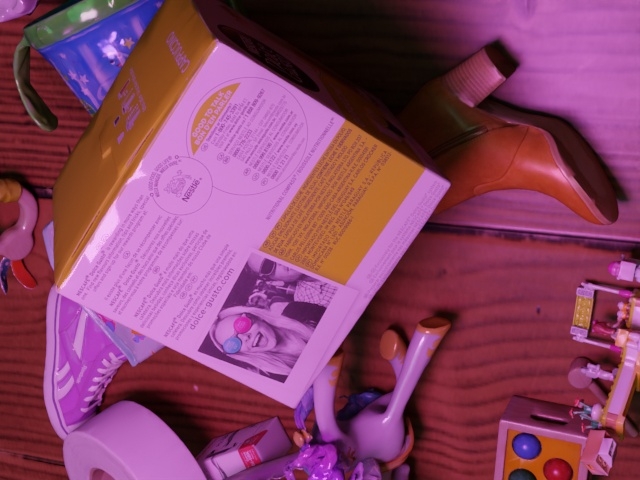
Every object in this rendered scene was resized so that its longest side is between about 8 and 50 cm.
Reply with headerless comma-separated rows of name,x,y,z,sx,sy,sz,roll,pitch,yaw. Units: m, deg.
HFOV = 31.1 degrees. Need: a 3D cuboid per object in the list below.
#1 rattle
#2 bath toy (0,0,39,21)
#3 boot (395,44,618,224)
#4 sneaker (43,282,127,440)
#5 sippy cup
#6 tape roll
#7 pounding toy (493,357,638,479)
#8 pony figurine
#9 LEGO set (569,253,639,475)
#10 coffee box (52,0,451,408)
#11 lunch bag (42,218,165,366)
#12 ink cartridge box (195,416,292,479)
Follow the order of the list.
rattle,-0.533,-0.023,1.869,0.142,0.130,0.200,19,141,27
bath toy,-0.387,-0.417,1.639,0.348,0.129,0.151,-14,113,27
boot,0.230,-0.090,1.519,0.295,0.104,0.211,51,124,5
sneaker,-0.356,0.208,1.857,0.161,0.102,0.282,8,110,17
sippy cup,-0.257,-0.250,1.601,0.305,0.240,0.224,-7,117,47
tape roll,-0.284,0.400,1.826,0.286,0.100,0.286,30,136,34
pounding toy,0.342,0.271,1.591,0.181,0.094,0.206,9,111,20
pony figurine,0.029,0.298,1.616,0.303,0.351,0.363,28,123,50
LEGO set,0.368,0.158,1.520,0.107,0.132,0.287,14,90,24
coffee box,-0.105,-0.070,1.418,0.334,0.337,0.338,29,104,-23
lunch bag,-0.266,0.020,1.722,0.223,0.160,0.262,-33,99,29
ink cartridge box,-0.127,0.339,1.805,0.135,0.099,0.056,-23,99,27
